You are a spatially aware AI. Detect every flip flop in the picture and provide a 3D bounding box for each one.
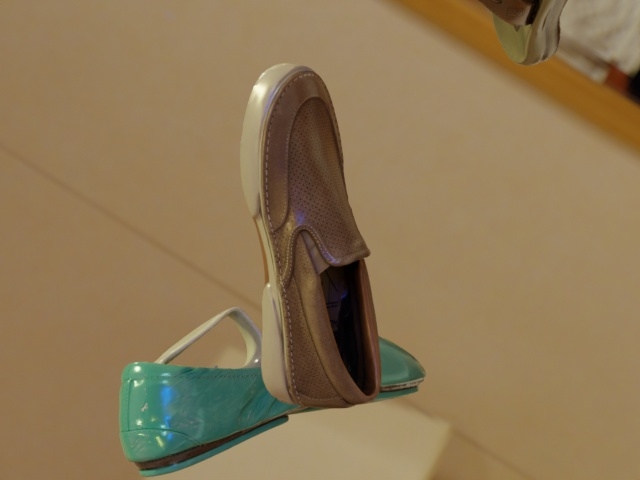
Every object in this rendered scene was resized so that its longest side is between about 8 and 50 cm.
[{"bbox_3d":[0.136,-0.214,1.371,0.277,0.080,0.112,82,174,-69],"label":"flip flop"}]

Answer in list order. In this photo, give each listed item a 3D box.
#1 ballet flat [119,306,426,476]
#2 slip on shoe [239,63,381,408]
[{"bbox_3d":[-0.027,0.081,1.169,0.247,0.087,0.083,-13,2,-42],"label":"ballet flat"},{"bbox_3d":[0.000,0.000,0.695,0.051,0.041,0.135,-14,-73,-50],"label":"slip on shoe"}]
